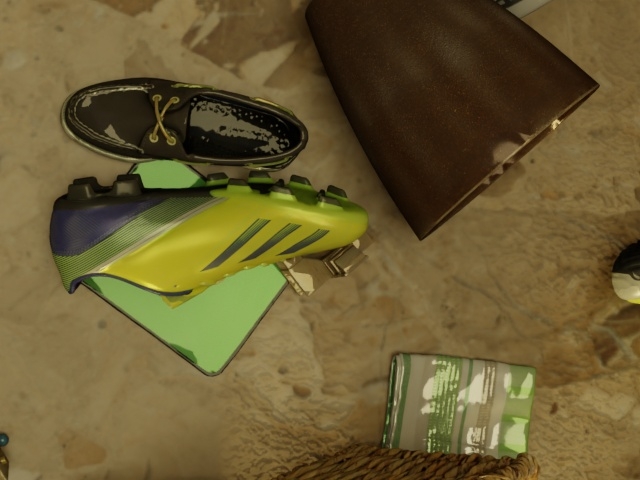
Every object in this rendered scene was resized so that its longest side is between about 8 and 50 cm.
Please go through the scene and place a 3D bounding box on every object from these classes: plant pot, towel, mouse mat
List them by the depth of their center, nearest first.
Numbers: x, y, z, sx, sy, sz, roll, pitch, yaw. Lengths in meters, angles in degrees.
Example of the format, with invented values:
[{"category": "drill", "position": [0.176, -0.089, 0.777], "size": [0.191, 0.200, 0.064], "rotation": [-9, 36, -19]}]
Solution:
[{"category": "plant pot", "position": [0.098, -0.155, 1.201], "size": [0.215, 0.215, 0.230], "rotation": [-40, 86, -8]}, {"category": "mouse mat", "position": [-0.129, 0.020, 1.246], "size": [0.189, 0.007, 0.153], "rotation": [38, 84, -12]}, {"category": "towel", "position": [0.140, 0.173, 1.305], "size": [0.152, 0.023, 0.113], "rotation": [6, 92, -13]}]

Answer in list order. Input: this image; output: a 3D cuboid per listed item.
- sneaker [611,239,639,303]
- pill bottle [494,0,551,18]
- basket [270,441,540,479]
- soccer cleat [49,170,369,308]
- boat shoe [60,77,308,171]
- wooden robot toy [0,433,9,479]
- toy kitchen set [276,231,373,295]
[{"category": "sneaker", "position": [0.481, 0.049, 1.313], "size": [0.384, 0.145, 0.147], "rotation": [-3, 93, -11]}, {"category": "pill bottle", "position": [0.164, -0.320, 1.236], "size": [0.119, 0.119, 0.208], "rotation": [-34, 99, -9]}, {"category": "basket", "position": [0.037, 0.315, 1.127], "size": [0.299, 0.223, 0.213], "rotation": [-13, 97, -47]}, {"category": "soccer cleat", "position": [-0.101, 0.001, 1.192], "size": [0.289, 0.093, 0.121], "rotation": [0, 100, -1]}, {"category": "boat shoe", "position": [-0.124, -0.110, 1.206], "size": [0.227, 0.068, 0.081], "rotation": [6, 86, -13]}, {"category": "wooden robot toy", "position": [-0.345, 0.150, 1.176], "size": [0.079, 0.076, 0.173], "rotation": [-22, 97, 0]}, {"category": "toy kitchen set", "position": [0.000, 0.000, 1.238], "size": [0.083, 0.068, 0.075], "rotation": [-39, 98, -15]}]
